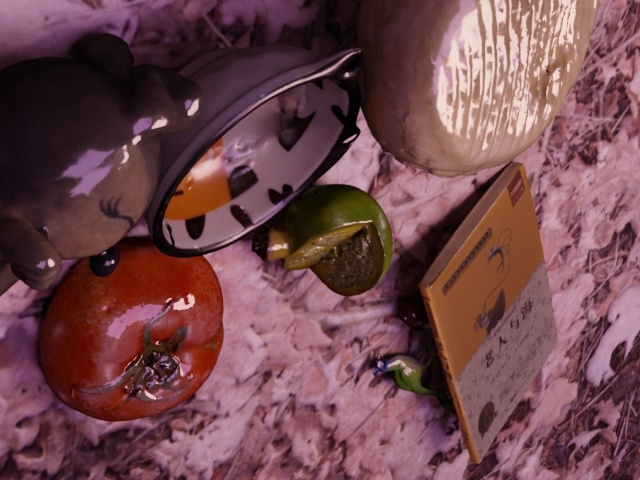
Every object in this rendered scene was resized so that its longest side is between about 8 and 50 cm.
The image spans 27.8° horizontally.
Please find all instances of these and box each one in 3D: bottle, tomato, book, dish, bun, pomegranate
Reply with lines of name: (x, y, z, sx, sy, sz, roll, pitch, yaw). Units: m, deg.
bottle: (0.150, 0.101, 1.819, 0.101, 0.047, 0.063, 12, 94, -40)
tomato: (-0.199, 0.113, 1.480, 0.237, 0.095, 0.237, -21, 127, -31)
book: (0.253, 0.111, 1.879, 0.269, 0.032, 0.389, -51, 140, -30)
dish: (-0.093, -0.117, 1.383, 0.303, 0.120, 0.303, -36, 161, -15)
bun: (0.160, -0.251, 1.461, 0.362, 0.234, 0.326, -54, 149, -20)
pomegranate: (0.004, -0.012, 1.573, 0.169, 0.143, 0.122, 15, 64, -12)

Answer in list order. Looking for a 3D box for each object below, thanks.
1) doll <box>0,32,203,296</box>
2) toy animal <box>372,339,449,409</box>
doll: (-0.301, -0.105, 1.159, 0.382, 0.252, 0.378, -45, 136, -21)
toy animal: (0.151, 0.190, 1.875, 0.075, 0.041, 0.217, -57, 141, 2)
